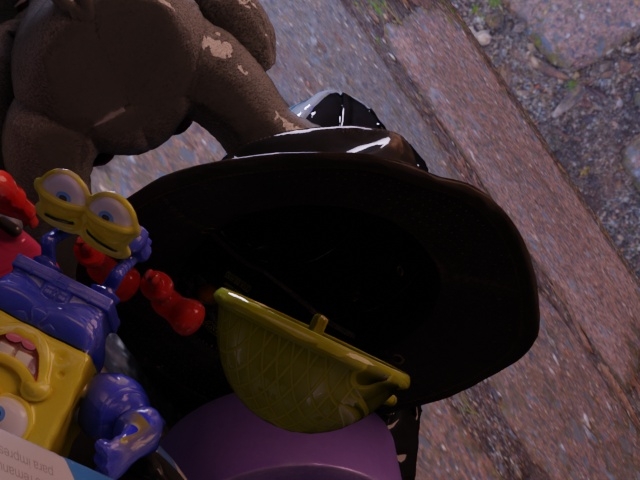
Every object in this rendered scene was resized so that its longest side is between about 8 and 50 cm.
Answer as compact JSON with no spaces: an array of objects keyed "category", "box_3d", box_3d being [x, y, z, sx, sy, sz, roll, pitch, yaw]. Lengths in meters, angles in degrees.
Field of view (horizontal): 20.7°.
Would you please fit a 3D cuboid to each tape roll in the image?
[{"category":"tape roll","box_3d":[-0.031,0.199,1.299,0.189,0.189,0.080,41,24,-37]}]

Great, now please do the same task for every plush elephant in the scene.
[{"category":"plush elephant","box_3d":[-0.188,-0.161,1.390,0.330,0.272,0.255,62,-2,-29]}]

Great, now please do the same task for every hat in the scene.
[{"category":"hat","box_3d":[0.000,0.000,1.247,0.331,0.331,0.134,43,42,-34]}]

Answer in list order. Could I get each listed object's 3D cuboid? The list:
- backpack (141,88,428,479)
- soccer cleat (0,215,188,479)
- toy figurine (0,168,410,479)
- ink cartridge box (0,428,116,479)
[{"category":"backpack","box_3d":[-0.015,0.026,1.552,0.290,0.273,0.355,42,52,-21]},{"category":"soccer cleat","box_3d":[-0.186,0.128,1.199,0.331,0.116,0.143,53,-21,28]},{"category":"toy figurine","box_3d":[-0.151,0.098,1.068,0.363,0.217,0.191,27,-15,10]},{"category":"ink cartridge box","box_3d":[-0.163,0.267,0.884,0.223,0.129,0.307,37,35,-50]}]
